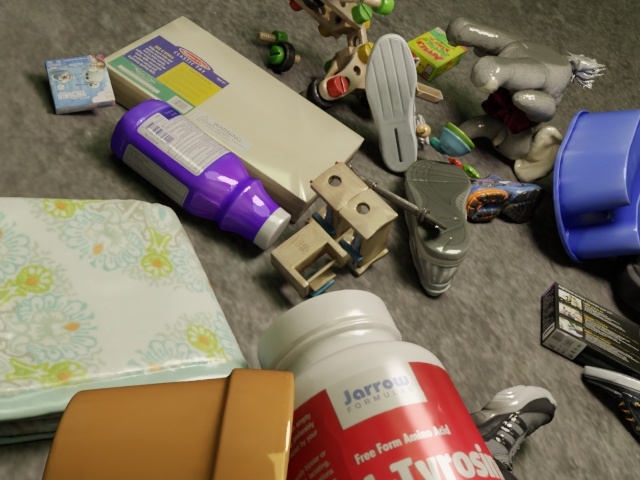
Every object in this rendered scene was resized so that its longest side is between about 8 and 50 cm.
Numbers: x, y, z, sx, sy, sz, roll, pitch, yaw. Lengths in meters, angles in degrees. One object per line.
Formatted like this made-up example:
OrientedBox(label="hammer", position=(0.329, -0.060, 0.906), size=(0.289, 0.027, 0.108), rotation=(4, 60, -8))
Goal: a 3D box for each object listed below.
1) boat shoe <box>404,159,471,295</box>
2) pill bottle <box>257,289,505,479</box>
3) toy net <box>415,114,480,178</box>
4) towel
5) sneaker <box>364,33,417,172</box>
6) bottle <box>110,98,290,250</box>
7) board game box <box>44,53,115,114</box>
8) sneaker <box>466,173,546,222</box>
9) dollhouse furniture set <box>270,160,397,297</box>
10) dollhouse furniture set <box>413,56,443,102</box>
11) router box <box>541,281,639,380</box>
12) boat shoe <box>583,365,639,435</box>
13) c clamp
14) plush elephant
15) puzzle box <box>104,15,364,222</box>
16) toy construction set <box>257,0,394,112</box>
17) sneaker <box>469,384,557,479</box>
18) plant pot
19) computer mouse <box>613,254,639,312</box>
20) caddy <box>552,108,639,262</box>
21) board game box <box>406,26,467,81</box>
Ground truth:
OrientedBox(label="boat shoe", position=(0.198, -0.038, 1.556), size=(0.118, 0.103, 0.320), rotation=(8, 35, -4))
OrientedBox(label="pill bottle", position=(0.075, 0.264, 1.005), size=(0.229, 0.229, 0.408), rotation=(2, 46, -34))
OrientedBox(label="toy net", position=(0.227, -0.194, 1.723), size=(0.122, 0.045, 0.232), rotation=(39, 4, -34))
OrientedBox(label="towel", position=(-0.293, 0.076, 1.072), size=(0.374, 0.090, 0.320), rotation=(0, 48, -36))
OrientedBox(label="sneaker", position=(0.127, -0.254, 1.642), size=(0.094, 0.258, 0.091), rotation=(-5, 29, -1))
OrientedBox(label="bottle", position=(-0.174, -0.095, 1.344), size=(0.283, 0.092, 0.118), rotation=(37, 38, 6))
OrientedBox(label="board game box", position=(-0.370, -0.242, 1.391), size=(0.090, 0.020, 0.090), rotation=(-12, 68, -18))
OrientedBox(label="sneaker", position=(0.347, -0.091, 1.726), size=(0.221, 0.083, 0.087), rotation=(2, 38, -39))
OrientedBox(label="dollhouse furniture set", position=(0.000, 0.000, 1.368), size=(0.183, 0.129, 0.129), rotation=(-37, 70, -20))
OrientedBox(label="dollhouse furniture set", position=(0.219, -0.357, 1.929), size=(0.114, 0.081, 0.091), rotation=(16, 40, -20))
OrientedBox(label="router box", position=(0.466, 0.162, 1.549), size=(0.179, 0.046, 0.133), rotation=(28, 37, -6))
OrientedBox(label="boat shoe", position=(0.502, 0.265, 1.447), size=(0.183, 0.083, 0.065), rotation=(19, 1, 26))
OrientedBox(label="c clamp", position=(0.122, -0.059, 1.405), size=(0.160, 0.022, 0.137), rotation=(30, 0, 19))
OrientedBox(label="plush elephant", position=(0.387, -0.275, 1.845), size=(0.330, 0.255, 0.272), rotation=(5, 35, -21))
OrientedBox(label="puzzle box", position=(-0.146, -0.218, 1.538), size=(0.409, 0.052, 0.272), rotation=(35, 37, 4))
OrientedBox(label="toy construction set", position=(0.082, -0.381, 1.701), size=(0.237, 0.309, 0.257), rotation=(4, 53, -39))
OrientedBox(label="sneaker", position=(0.240, 0.292, 1.201), size=(0.268, 0.101, 0.153), rotation=(-9, 54, -34))
OrientedBox(label="plant pot", position=(-0.145, 0.255, 0.844), size=(0.203, 0.291, 0.291), rotation=(8, 40, -3))
OrientedBox(label="computer mouse", position=(0.628, 0.085, 1.741), size=(0.188, 0.072, 0.272), rotation=(35, 25, 7))
OrientedBox(label="caddy", position=(0.541, -0.110, 1.748), size=(0.341, 0.179, 0.241), rotation=(-55, 130, -43))
OrientedBox(label="board game box", position=(0.260, -0.430, 2.073), size=(0.092, 0.043, 0.181), rotation=(40, 37, 10))
